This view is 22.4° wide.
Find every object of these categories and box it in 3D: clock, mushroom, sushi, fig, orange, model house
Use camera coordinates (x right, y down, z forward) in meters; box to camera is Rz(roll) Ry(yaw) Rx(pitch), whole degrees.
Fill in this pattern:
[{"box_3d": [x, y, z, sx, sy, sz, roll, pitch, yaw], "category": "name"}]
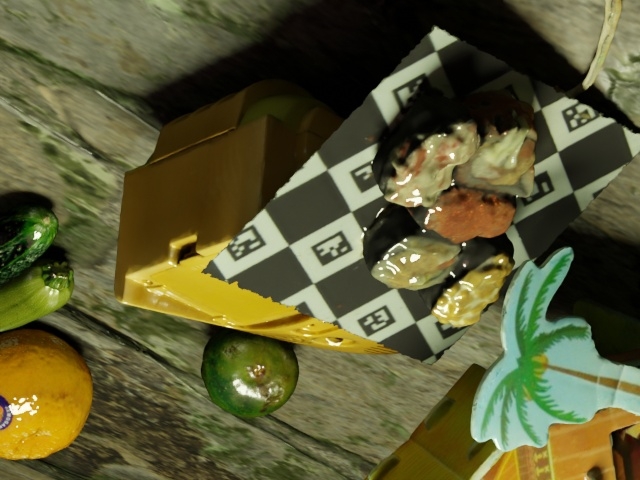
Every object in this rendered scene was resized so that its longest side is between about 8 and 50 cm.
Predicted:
[{"box_3d": [0.000, 0.000, 1.473, 0.317, 0.200, 0.244, 26, 155, -35], "category": "clock"}, {"box_3d": [0.214, -0.173, 1.202, 0.026, 0.028, 0.286, 55, 158, 18], "category": "mushroom"}, {"box_3d": [0.099, -0.005, 1.302, 0.294, 0.059, 0.292, 21, 122, -42], "category": "sushi"}, {"box_3d": [-0.092, 0.157, 1.898, 0.117, 0.117, 0.177, 23, 162, -13], "category": "fig"}, {"box_3d": [-0.374, 0.193, 2.033, 0.178, 0.155, 0.177, -10, 131, -12], "category": "orange"}, {"box_3d": [0.175, 0.149, 1.460, 0.324, 0.340, 0.300, -14, -166, -16], "category": "model house"}]

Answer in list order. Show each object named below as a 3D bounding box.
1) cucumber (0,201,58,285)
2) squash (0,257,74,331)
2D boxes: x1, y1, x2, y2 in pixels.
[{"box_3d": [-0.361, 0.013, 1.792, 0.074, 0.074, 0.241, 29, 149, -24], "category": "cucumber"}, {"box_3d": [-0.354, 0.067, 1.896, 0.069, 0.069, 0.258, 33, 149, -30], "category": "squash"}]
